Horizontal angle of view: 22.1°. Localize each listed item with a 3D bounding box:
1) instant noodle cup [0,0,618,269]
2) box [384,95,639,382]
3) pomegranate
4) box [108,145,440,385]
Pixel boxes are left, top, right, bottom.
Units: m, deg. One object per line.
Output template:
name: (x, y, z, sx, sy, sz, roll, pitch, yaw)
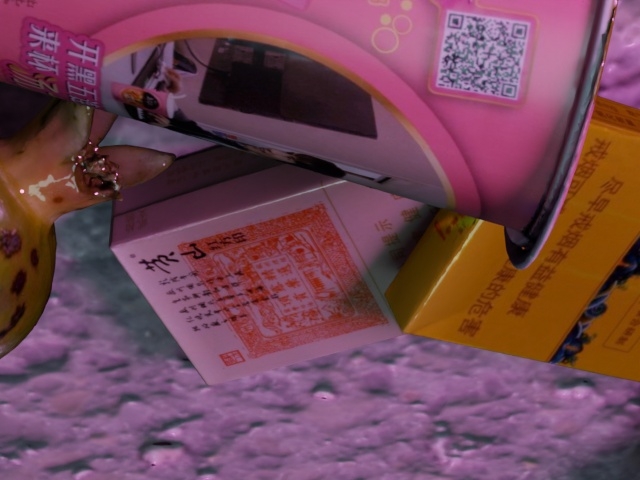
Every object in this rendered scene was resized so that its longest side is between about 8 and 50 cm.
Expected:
instant noodle cup: (-0.013, -0.127, 0.682, 0.255, 0.244, 0.244, 11, 136, -2)
box: (0.187, 0.011, 0.903, 0.279, 0.041, 0.153, 13, 123, -31)
pomegranate: (-0.187, -0.023, 0.839, 0.156, 0.156, 0.220, 34, 99, -32)
box: (0.000, 0.000, 0.922, 0.201, 0.058, 0.141, -14, 136, 14)
